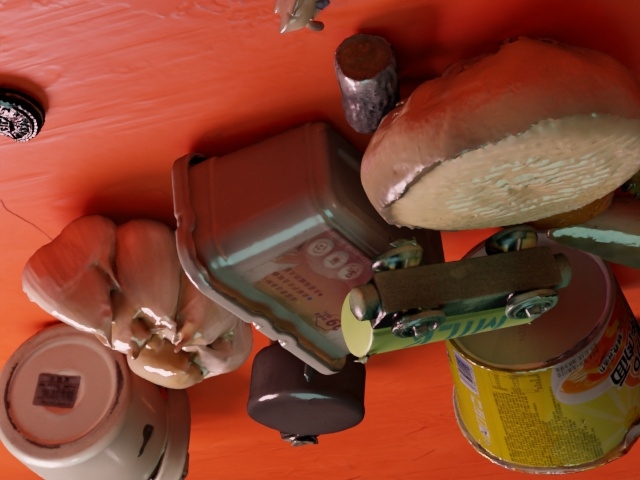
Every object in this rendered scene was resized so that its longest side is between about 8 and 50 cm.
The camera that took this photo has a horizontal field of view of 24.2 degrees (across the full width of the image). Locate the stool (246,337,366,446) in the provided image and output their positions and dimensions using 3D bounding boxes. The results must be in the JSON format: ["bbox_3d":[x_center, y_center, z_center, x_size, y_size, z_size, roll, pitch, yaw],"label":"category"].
[{"bbox_3d":[-0.027,0.185,1.999,0.153,0.139,0.228,16,150,-22],"label":"stool"}]

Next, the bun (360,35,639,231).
[{"bbox_3d":[0.179,-0.108,1.441,0.287,0.146,0.287,-9,163,-3],"label":"bun"}]

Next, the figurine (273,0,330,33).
[{"bbox_3d":[-0.008,-0.223,1.357,0.050,0.047,0.083,-1,148,-26],"label":"figurine"}]

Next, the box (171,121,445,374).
[{"bbox_3d":[0.000,0.000,1.646,0.182,0.175,0.312,-25,142,25],"label":"box"}]

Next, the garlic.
[{"bbox_3d":[-0.189,0.065,1.746,0.281,0.203,0.185,40,96,-28],"label":"garlic"}]

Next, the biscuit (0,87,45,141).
[{"bbox_3d":[-0.334,-0.131,1.559,0.089,0.027,0.087,-11,148,21],"label":"biscuit"}]

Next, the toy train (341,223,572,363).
[{"bbox_3d":[0.136,0.064,1.585,0.253,0.105,0.157,-10,157,-23],"label":"toy train"}]

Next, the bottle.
[{"bbox_3d":[-0.292,0.277,2.117,0.229,0.229,0.352,-5,151,14],"label":"bottle"}]

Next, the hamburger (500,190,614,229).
[{"bbox_3d":[0.253,-0.047,1.606,0.176,0.087,0.102,-18,144,29],"label":"hamburger"}]

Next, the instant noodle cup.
[{"bbox_3d":[0.260,0.118,1.766,0.264,0.264,0.200,-7,140,18],"label":"instant noodle cup"}]

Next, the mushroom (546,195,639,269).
[{"bbox_3d":[0.418,0.001,1.687,0.333,0.087,0.107,5,147,3],"label":"mushroom"}]

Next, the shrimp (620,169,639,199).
[{"bbox_3d":[0.378,-0.097,1.547,0.115,0.051,0.217,9,148,-17],"label":"shrimp"}]

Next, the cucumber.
[{"bbox_3d":[0.048,-0.152,1.460,0.064,0.064,0.112,-1,155,6],"label":"cucumber"}]
